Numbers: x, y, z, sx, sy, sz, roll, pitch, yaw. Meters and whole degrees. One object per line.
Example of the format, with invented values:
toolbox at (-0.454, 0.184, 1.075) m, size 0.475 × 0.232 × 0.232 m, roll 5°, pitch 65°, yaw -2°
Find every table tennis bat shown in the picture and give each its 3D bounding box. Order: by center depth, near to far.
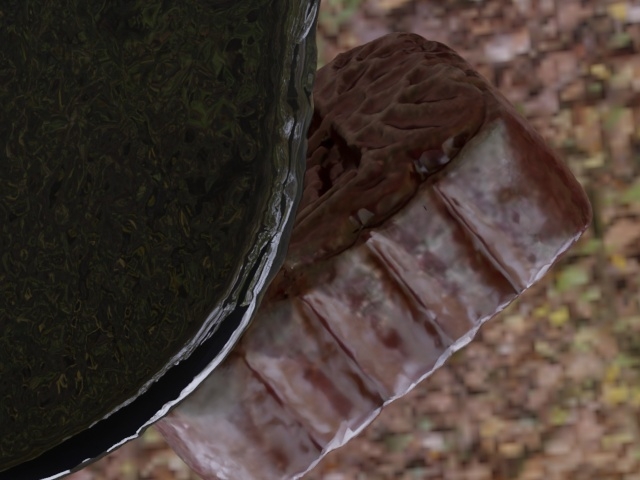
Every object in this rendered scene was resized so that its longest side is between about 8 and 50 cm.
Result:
table tennis bat at (-0.041, -0.043, 0.344) m, size 0.236 × 0.150 × 0.027 m, roll -28°, pitch 171°, yaw 15°

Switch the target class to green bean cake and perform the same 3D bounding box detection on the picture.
green bean cake at (0.000, 0.000, 0.540) m, size 0.135 × 0.056 × 0.135 m, roll -40°, pitch -161°, yaw 1°
